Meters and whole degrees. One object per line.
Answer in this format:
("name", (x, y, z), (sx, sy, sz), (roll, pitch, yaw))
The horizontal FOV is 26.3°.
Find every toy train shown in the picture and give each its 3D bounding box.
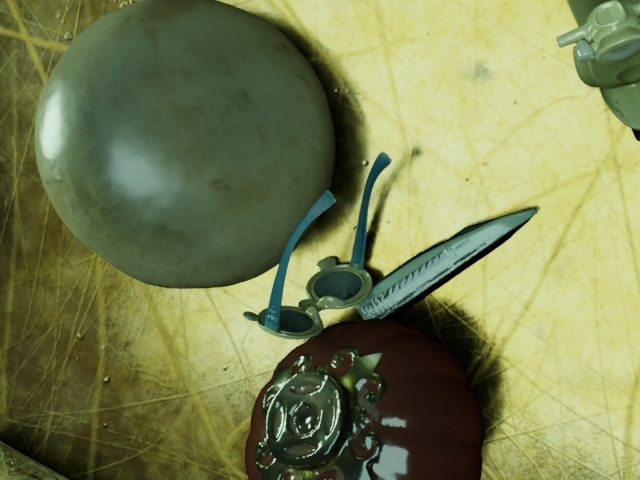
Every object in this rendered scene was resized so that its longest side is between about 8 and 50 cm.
("toy train", (0.156, 0.021, 1.701), (0.252, 0.055, 0.048), (-35, 78, 13))

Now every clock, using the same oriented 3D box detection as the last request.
("clock", (0.305, -0.293, 1.526), (0.120, 0.276, 0.379), (-24, 87, 15))

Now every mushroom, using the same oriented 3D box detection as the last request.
("mushroom", (-0.165, -0.111, 1.657), (0.362, 0.294, 0.362), (4, 73, -15))

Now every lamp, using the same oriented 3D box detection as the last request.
("lamp", (0.052, 0.243, 1.634), (0.303, 0.257, 0.303), (-17, 60, 33))

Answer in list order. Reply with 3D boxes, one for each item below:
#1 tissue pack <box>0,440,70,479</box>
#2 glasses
("tissue pack", (-0.444, 0.404, 1.835), (0.159, 0.125, 0.234), (28, 100, 8))
("glasses", (0.023, 0.018, 1.614), (0.088, 0.189, 0.221), (42, 132, 14))
